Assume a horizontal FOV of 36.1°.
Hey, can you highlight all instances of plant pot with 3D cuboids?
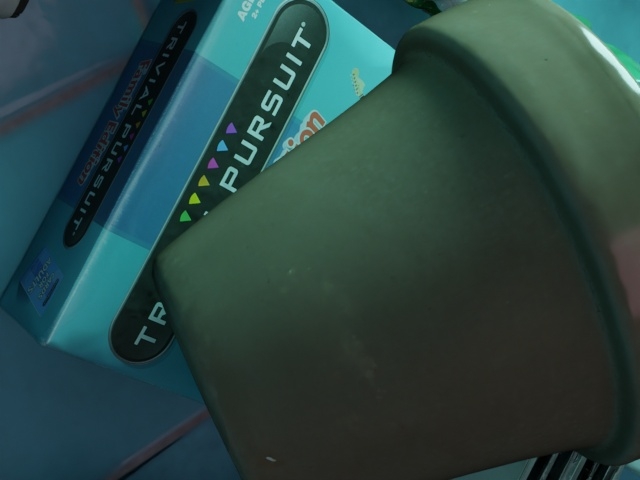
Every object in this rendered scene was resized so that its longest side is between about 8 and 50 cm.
[{"bbox_3d":[0.043,0.029,0.525,0.229,0.263,0.263,-25,120,-7],"label":"plant pot"}]

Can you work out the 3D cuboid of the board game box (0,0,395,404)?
[{"bbox_3d":[0.000,0.000,0.665,0.336,0.079,0.253,29,87,-39],"label":"board game box"}]

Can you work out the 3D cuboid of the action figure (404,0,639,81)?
[{"bbox_3d":[0.113,-0.159,0.685,0.232,0.137,0.063,18,107,-30],"label":"action figure"}]

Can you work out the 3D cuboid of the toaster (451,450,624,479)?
[{"bbox_3d":[0.166,0.165,0.806,0.168,0.110,0.185,18,99,-47],"label":"toaster"}]

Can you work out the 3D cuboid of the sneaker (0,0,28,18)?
[{"bbox_3d":[-0.189,-0.244,0.431,0.124,0.107,0.283,-2,107,-30],"label":"sneaker"}]

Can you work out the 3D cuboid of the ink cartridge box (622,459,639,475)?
[{"bbox_3d":[0.376,0.177,0.919,0.289,0.211,0.121,21,91,-40],"label":"ink cartridge box"}]
